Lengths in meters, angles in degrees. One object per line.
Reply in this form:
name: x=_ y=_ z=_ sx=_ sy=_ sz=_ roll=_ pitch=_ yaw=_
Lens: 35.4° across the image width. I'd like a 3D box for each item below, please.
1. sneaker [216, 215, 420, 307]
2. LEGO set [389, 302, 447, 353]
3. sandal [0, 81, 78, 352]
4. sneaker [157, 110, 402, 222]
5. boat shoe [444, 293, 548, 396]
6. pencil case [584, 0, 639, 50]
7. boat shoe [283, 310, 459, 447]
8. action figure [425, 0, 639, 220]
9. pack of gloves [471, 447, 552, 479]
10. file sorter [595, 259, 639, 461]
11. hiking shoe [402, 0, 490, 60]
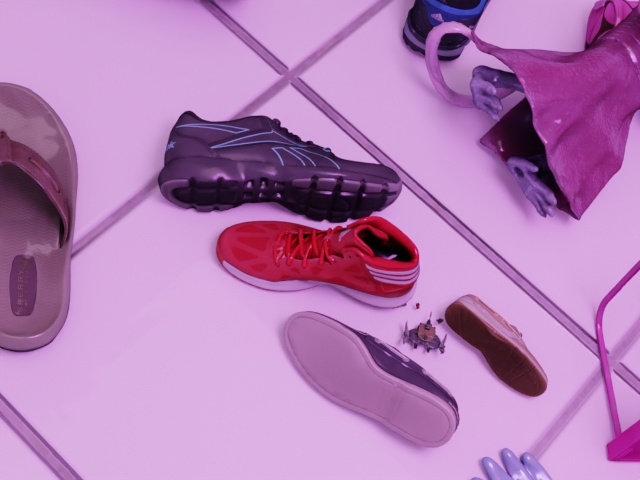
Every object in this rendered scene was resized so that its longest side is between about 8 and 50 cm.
sneaker: x=0.000 y=0.000 z=1.046 sx=0.221 sy=0.128 sz=0.087 roll=8 pitch=64 yaw=0
LEGO set: x=0.107 y=0.095 z=1.089 sx=0.054 sy=0.023 sz=0.083 roll=-9 pitch=54 yaw=-17
sandal: x=-0.307 y=-0.037 z=1.036 sx=0.120 sy=0.086 sz=0.303 roll=-7 pitch=66 yaw=-14
sneaker: x=-0.041 y=-0.088 z=1.103 sx=0.267 sy=0.101 sz=0.106 roll=6 pitch=62 yaw=-8
boat shoe: x=0.196 y=0.108 z=1.080 sx=0.135 sy=0.050 sz=0.045 roll=46 pitch=41 yaw=5
pencil case: x=0.445 y=-0.267 z=1.282 sx=0.209 sy=0.095 sz=0.098 roll=1 pitch=96 yaw=-11
boat shoe: x=0.054 y=0.139 z=1.046 sx=0.206 sy=0.075 sz=0.065 roll=33 pitch=21 yaw=12
action figure: x=0.354 y=-0.194 z=1.182 sx=0.370 sy=0.248 sz=0.276 roll=-35 pitch=48 yaw=-12
pack of gloves: x=0.197 y=0.328 z=0.978 sx=0.195 sy=0.046 sz=0.232 roll=-31 pitch=73 yaw=-23
file sorter: x=0.461 y=0.115 z=1.043 sx=0.290 sy=0.202 sz=0.182 roll=3 pitch=61 yaw=-9
hiking shoe: x=0.200 y=-0.367 z=1.259 sx=0.113 sy=0.132 sz=0.304 roll=21 pitch=63 yaw=0
